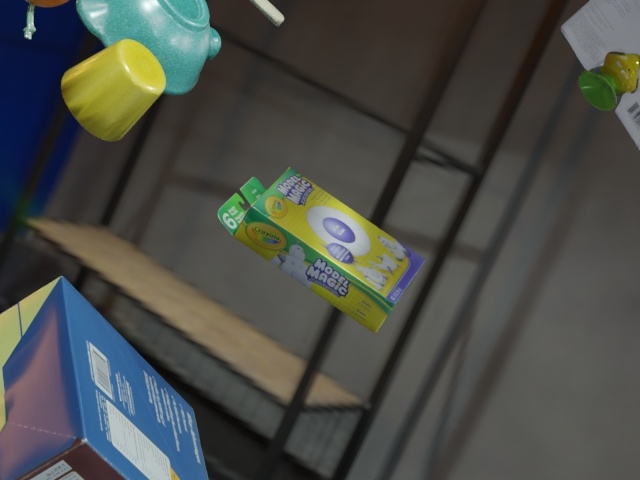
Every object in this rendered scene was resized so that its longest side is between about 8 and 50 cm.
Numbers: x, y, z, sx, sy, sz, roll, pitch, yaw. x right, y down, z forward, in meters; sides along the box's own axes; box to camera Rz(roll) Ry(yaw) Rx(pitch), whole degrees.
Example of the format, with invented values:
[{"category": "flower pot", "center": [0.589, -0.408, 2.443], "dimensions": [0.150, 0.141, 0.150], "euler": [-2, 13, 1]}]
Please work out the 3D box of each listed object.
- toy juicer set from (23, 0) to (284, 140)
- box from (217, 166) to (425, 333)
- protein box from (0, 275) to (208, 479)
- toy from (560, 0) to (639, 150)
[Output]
[{"category": "toy juicer set", "center": [-0.170, -0.217, 1.450], "dimensions": [0.209, 0.089, 0.329], "euler": [53, 28, -5]}, {"category": "box", "center": [0.000, 0.000, 1.524], "dimensions": [0.179, 0.043, 0.105], "euler": [32, 30, 4]}, {"category": "protein box", "center": [-0.197, 0.181, 1.377], "dimensions": [0.201, 0.136, 0.200], "euler": [51, 12, -38]}, {"category": "toy", "center": [0.319, -0.200, 1.561], "dimensions": [0.137, 0.237, 0.056], "euler": [54, -29, -11]}]
